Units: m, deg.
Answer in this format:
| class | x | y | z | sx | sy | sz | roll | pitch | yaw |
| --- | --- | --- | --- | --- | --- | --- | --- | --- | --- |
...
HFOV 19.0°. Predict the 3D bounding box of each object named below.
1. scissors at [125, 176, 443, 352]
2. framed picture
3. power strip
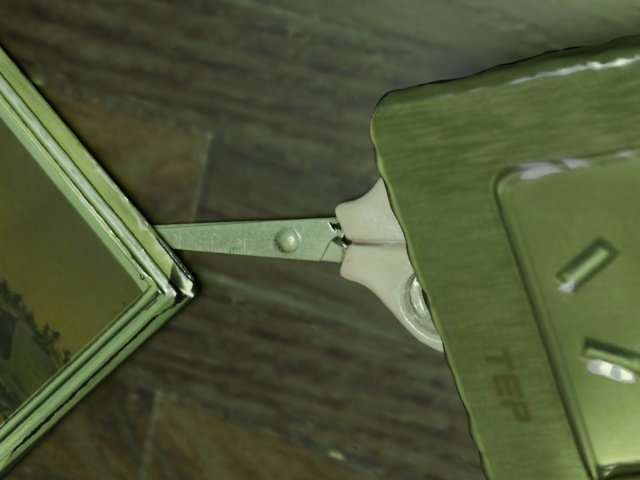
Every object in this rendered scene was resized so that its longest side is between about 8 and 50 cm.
| class | x | y | z | sx | sy | sz | roll | pitch | yaw |
| --- | --- | --- | --- | --- | --- | --- | --- | --- | --- |
| scissors | 0.000 | 0.000 | 0.833 | 0.189 | 0.015 | 0.100 | 1 | 102 | 23 |
| framed picture | -0.199 | -0.013 | 0.899 | 0.197 | 0.014 | 0.252 | -42 | 83 | 23 |
| power strip | 0.174 | 0.026 | 0.730 | 0.257 | 0.092 | 0.251 | -11 | 107 | 21 |
